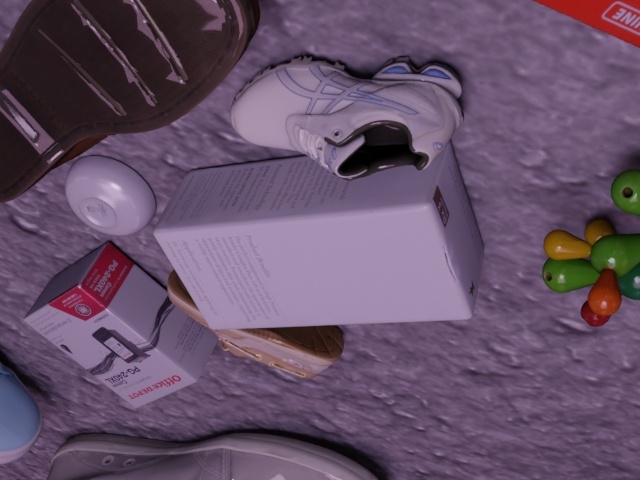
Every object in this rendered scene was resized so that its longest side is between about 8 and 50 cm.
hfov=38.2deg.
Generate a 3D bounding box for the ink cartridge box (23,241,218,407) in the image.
[{"bbox_3d":[-0.191,0.086,0.897,0.109,0.063,0.150,-28,118,40],"label":"ink cartridge box"}]

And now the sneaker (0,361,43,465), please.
[{"bbox_3d":[-0.435,0.108,0.969,0.366,0.135,0.150,40,139,-18],"label":"sneaker"}]

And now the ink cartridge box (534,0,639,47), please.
[{"bbox_3d":[0.157,-0.183,0.413,0.275,0.060,0.239,15,139,-25],"label":"ink cartridge box"}]

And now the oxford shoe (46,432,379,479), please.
[{"bbox_3d":[-0.136,0.305,1.049,0.449,0.130,0.169,-5,129,25],"label":"oxford shoe"}]

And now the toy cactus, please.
[{"bbox_3d":[0.263,0.012,0.619,0.180,0.112,0.219,34,128,-26],"label":"toy cactus"}]

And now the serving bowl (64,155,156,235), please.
[{"bbox_3d":[-0.186,-0.033,0.803,0.083,0.027,0.083,13,136,12],"label":"serving bowl"}]

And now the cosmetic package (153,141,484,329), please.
[{"bbox_3d":[0.000,0.000,0.718,0.231,0.085,0.117,-5,131,24],"label":"cosmetic package"}]

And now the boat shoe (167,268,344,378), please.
[{"bbox_3d":[-0.066,0.081,0.839,0.170,0.063,0.059,26,131,-5],"label":"boat shoe"}]

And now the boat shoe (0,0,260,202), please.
[{"bbox_3d":[-0.153,-0.128,0.643,0.307,0.104,0.111,-17,115,37],"label":"boat shoe"}]

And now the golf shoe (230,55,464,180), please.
[{"bbox_3d":[0.007,-0.079,0.634,0.176,0.086,0.069,-2,134,26],"label":"golf shoe"}]
